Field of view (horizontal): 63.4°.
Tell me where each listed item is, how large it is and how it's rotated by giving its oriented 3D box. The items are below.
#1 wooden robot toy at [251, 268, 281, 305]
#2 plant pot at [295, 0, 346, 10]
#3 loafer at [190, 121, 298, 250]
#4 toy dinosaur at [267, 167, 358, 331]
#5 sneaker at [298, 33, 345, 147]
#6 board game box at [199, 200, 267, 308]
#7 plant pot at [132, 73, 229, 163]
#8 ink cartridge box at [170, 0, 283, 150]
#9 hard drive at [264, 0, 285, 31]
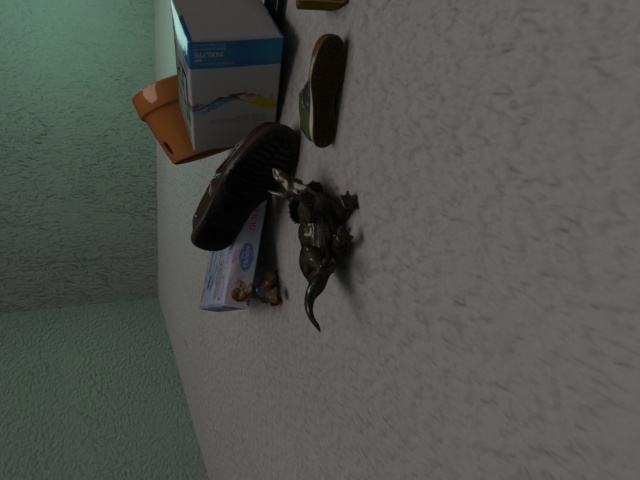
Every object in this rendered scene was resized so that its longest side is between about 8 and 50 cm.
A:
[{"bbox_3d":[-0.127,0.112,1.278,0.079,0.076,0.173,-63,17,-18],"label":"wooden robot toy"},{"bbox_3d":[-0.006,-0.432,0.881,0.083,0.081,0.081,-161,69,-77],"label":"plant pot"},{"bbox_3d":[-0.191,-0.135,1.160,0.366,0.133,0.130,-45,45,27],"label":"loafer"},{"bbox_3d":[0.000,0.000,0.922,0.160,0.121,0.314,129,129,-73],"label":"toy dinosaur"},{"bbox_3d":[-0.009,-0.269,0.919,0.086,0.064,0.192,44,136,50],"label":"sneaker"},{"bbox_3d":[-0.235,0.027,1.376,0.318,0.065,0.319,161,120,-66],"label":"board game box"},{"bbox_3d":[-0.355,-0.341,1.469,0.291,0.290,0.204,-3,107,66],"label":"plant pot"},{"bbox_3d":[-0.212,-0.373,1.162,0.270,0.197,0.198,101,151,-47],"label":"ink cartridge box"},{"bbox_3d":[-0.107,-0.502,1.159,0.094,0.022,0.135,-123,37,-48],"label":"hard drive"}]
